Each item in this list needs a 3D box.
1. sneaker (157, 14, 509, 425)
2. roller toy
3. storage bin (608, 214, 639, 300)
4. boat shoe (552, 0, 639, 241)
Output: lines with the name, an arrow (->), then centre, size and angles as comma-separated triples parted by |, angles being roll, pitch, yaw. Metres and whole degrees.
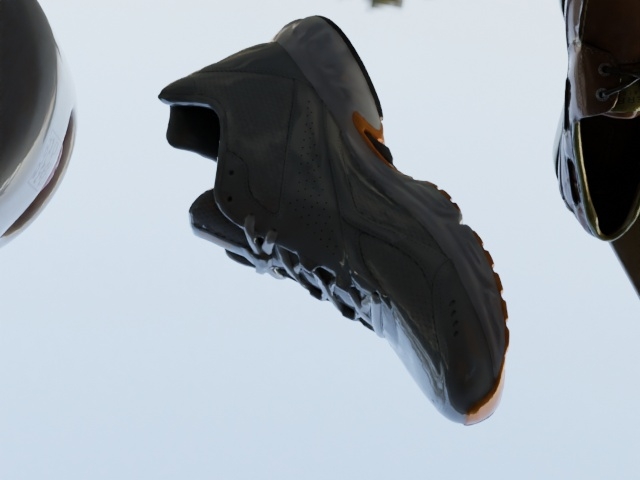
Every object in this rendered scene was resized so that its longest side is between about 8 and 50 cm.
sneaker -> 0.000, 0.000, 0.810 | 0.121, 0.099, 0.262 | -21, -123, -18
roller toy -> -0.240, -0.083, 0.886 | 0.209, 0.191, 0.146 | -19, 175, -5
storage bin -> 0.422, 0.004, 1.494 | 0.123, 0.262, 0.260 | -39, -161, -23
boat shoe -> 0.255, -0.137, 1.254 | 0.110, 0.307, 0.104 | -4, -140, 2
